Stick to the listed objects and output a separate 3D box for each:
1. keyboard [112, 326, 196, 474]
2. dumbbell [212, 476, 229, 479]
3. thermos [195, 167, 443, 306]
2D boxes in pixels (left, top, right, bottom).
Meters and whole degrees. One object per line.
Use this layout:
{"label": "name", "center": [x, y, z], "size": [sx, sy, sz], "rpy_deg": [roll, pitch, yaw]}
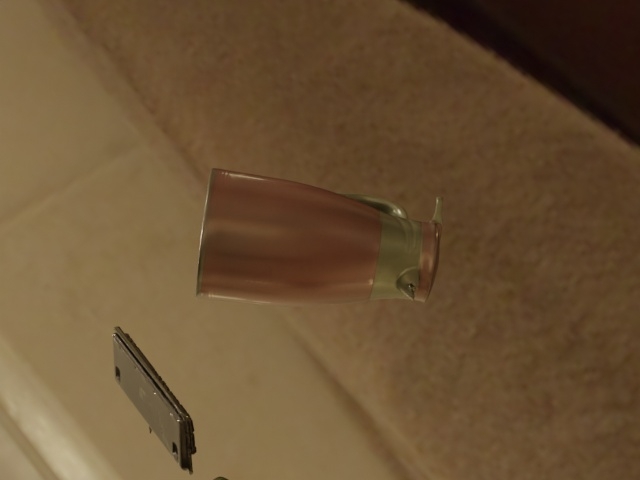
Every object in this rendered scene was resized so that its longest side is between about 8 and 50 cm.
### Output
{"label": "keyboard", "center": [-0.199, 0.188, 2.070], "size": [0.025, 0.230, 0.094], "rpy_deg": [-14, -59, -22]}
{"label": "dumbbell", "center": [-0.052, 0.251, 1.528], "size": [0.046, 0.118, 0.052], "rpy_deg": [-54, -25, -29]}
{"label": "thermos", "center": [0.000, 0.000, 1.942], "size": [0.265, 0.176, 0.146], "rpy_deg": [6, -53, -4]}
